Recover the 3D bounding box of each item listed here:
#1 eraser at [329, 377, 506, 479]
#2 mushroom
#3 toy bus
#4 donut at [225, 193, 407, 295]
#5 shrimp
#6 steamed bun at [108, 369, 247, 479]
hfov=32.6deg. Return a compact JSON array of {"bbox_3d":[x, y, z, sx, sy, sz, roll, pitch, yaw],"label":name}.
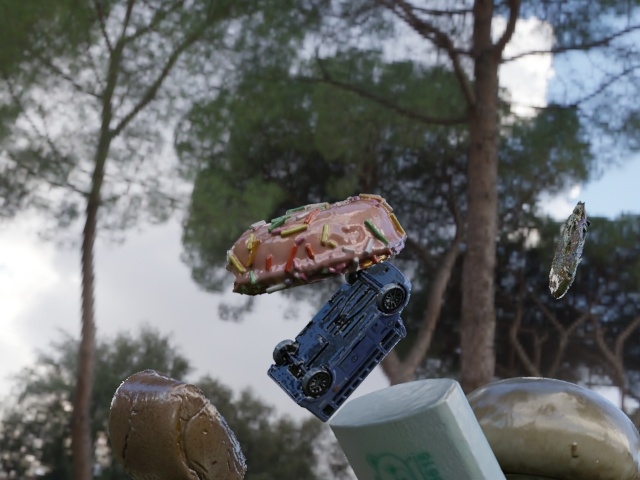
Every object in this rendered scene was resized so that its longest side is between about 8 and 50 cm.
[{"bbox_3d":[0.151,0.324,1.382,0.189,0.104,0.290,-17,-76,44],"label":"eraser"},{"bbox_3d":[0.388,0.402,1.938,0.362,0.295,0.362,8,-20,3],"label":"mushroom"},{"bbox_3d":[0.051,0.173,1.946,0.125,0.292,0.133,37,-7,49],"label":"toy bus"},{"bbox_3d":[0.000,0.000,1.292,0.199,0.085,0.233,-13,4,12],"label":"donut"},{"bbox_3d":[0.401,0.011,1.738,0.042,0.190,0.101,22,-35,2],"label":"shrimp"},{"bbox_3d":[-0.314,0.429,2.283,0.251,0.199,0.301,16,-38,48],"label":"steamed bun"}]
